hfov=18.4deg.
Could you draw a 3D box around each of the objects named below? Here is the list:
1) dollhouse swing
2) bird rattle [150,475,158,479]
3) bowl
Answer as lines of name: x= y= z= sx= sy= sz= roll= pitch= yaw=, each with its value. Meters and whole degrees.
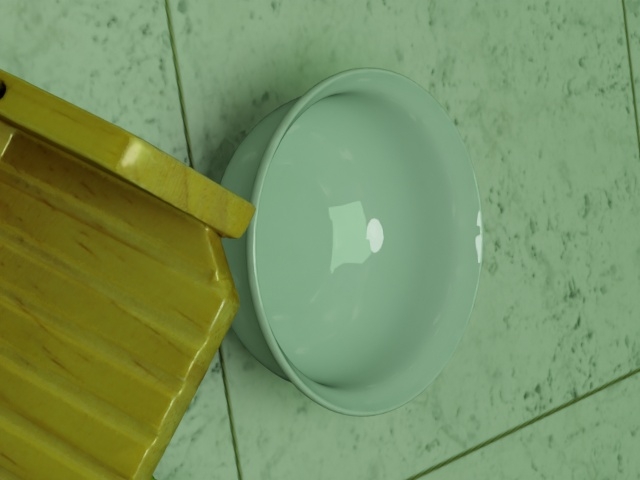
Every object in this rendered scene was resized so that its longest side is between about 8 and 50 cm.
dollhouse swing: x=-0.284 y=0.039 z=1.280 sx=0.346 sy=0.315 sz=0.305 roll=-62 pitch=154 yaw=-3
bird rattle: x=-0.113 y=0.301 z=1.622 sx=0.207 sy=0.143 sz=0.253 roll=-45 pitch=135 yaw=-23
bowl: x=0.000 y=0.000 z=1.729 sx=0.298 sy=0.134 sz=0.297 roll=-2 pitch=93 yaw=-47
